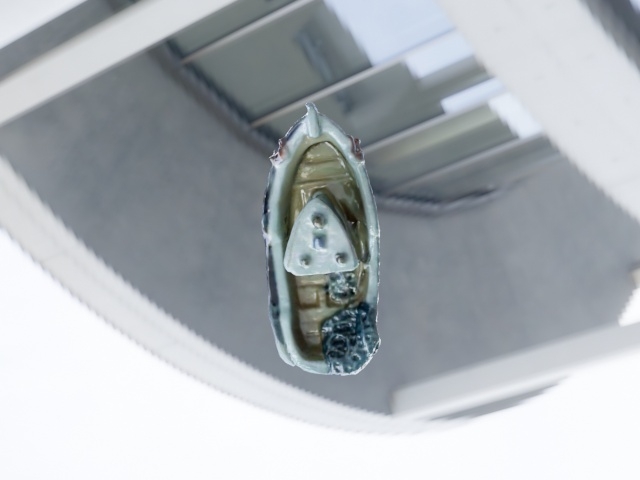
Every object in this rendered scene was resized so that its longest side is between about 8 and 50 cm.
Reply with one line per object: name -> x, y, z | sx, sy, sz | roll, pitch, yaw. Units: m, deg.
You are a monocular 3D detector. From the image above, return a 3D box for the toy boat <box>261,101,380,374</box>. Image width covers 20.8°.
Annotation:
toy boat -> 0.000, 0.000, 0.515 | 0.038, 0.038, 0.083 | -20, -71, -52
